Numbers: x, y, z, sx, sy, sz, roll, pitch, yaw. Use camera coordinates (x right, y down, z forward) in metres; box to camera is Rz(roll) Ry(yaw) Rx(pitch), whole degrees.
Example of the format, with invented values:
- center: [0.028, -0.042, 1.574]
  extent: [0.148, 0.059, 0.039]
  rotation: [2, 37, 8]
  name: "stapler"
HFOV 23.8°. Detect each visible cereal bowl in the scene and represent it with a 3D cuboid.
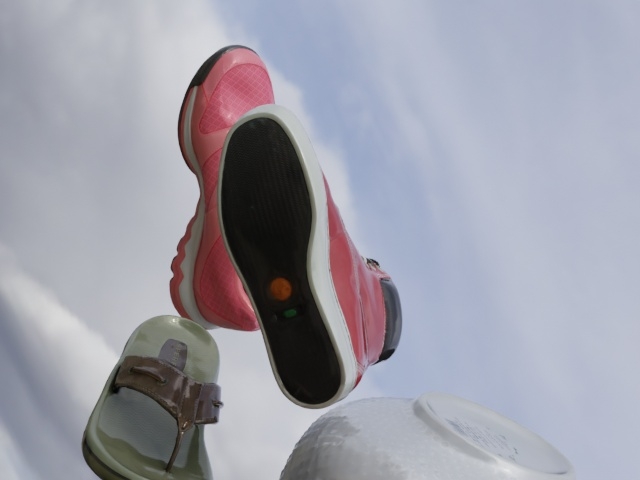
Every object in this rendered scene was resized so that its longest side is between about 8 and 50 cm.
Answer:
- center: [0.136, 0.240, 1.407]
  extent: [0.339, 0.339, 0.141]
  rotation: [39, -73, 52]
  name: "cereal bowl"

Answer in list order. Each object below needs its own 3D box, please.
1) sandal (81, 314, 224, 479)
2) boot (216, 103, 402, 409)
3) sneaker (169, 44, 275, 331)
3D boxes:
- center: [-0.139, 0.137, 1.364]
  extent: [0.303, 0.120, 0.086]
  rotation: [-94, -151, -61]
  name: "sandal"
- center: [0.000, 0.000, 1.265]
  extent: [0.088, 0.176, 0.244]
  rotation: [-10, -82, 25]
  name: "boot"
- center: [-0.073, -0.050, 1.630]
  extent: [0.136, 0.116, 0.314]
  rotation: [14, -77, 49]
  name: "sneaker"
